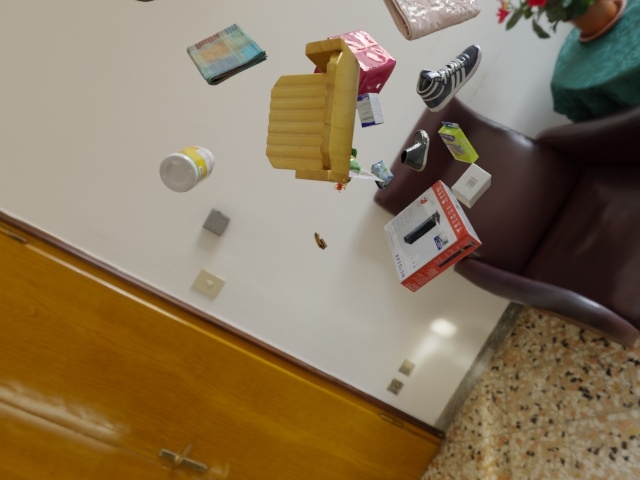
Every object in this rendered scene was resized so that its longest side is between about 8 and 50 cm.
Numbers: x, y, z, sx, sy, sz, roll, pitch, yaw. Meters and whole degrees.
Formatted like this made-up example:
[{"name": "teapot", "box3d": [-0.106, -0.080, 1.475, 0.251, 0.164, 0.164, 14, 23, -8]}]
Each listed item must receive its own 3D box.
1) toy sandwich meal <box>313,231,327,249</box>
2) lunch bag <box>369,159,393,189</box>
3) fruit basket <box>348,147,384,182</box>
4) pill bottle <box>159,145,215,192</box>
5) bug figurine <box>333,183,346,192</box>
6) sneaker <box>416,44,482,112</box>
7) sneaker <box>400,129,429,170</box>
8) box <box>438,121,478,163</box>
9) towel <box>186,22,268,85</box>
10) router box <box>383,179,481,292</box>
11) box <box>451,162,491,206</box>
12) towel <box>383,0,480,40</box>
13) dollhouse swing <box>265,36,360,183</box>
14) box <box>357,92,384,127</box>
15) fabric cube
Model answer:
[{"name": "toy sandwich meal", "box3d": [0.000, 0.000, 1.745, 0.029, 0.086, 0.086, -23, 23, 10]}, {"name": "lunch bag", "box3d": [0.359, -0.383, 2.452, 0.096, 0.129, 0.151, -26, -13, -4]}, {"name": "fruit basket", "box3d": [0.055, -0.317, 1.679, 0.353, 0.326, 0.166, -130, 49, -68]}, {"name": "pill bottle", "box3d": [-0.478, -0.272, 1.519, 0.136, 0.136, 0.246, -54, 8, 21]}, {"name": "bug figurine", "box3d": [0.148, -0.411, 2.427, 0.279, 0.072, 0.216, -66, -6, -60]}, {"name": "sneaker", "box3d": [0.484, -0.644, 1.570, 0.282, 0.153, 0.099, -53, 43, 17]}, {"name": "sneaker", "box3d": [0.461, -0.460, 2.027, 0.083, 0.118, 0.222, -30, 50, 59]}, {"name": "box", "box3d": [0.547, -0.391, 1.649, 0.042, 0.178, 0.109, -46, 28, 0]}, {"name": "towel", "box3d": [-0.410, -0.799, 1.750, 0.271, 0.040, 0.370, -30, 53, -6]}, {"name": "router box", "box3d": [0.400, -0.021, 1.540, 0.301, 0.082, 0.336, -42, 31, 26]}, {"name": "box", "box3d": [0.619, -0.221, 1.691, 0.130, 0.091, 0.170, -51, -20, 9]}, {"name": "towel", "box3d": [0.291, -0.754, 1.180, 0.331, 0.317, 0.053, -31, 5, -27]}, {"name": "dollhouse swing", "box3d": [-0.065, -0.352, 1.176, 0.315, 0.304, 0.347, -20, -63, -72]}, {"name": "box", "box3d": [0.222, -0.585, 1.856, 0.072, 0.137, 0.126, -10, 12, 31]}, {"name": "fabric cube", "box3d": [0.156, -0.812, 1.983, 0.258, 0.259, 0.254, -36, -12, -39]}]
